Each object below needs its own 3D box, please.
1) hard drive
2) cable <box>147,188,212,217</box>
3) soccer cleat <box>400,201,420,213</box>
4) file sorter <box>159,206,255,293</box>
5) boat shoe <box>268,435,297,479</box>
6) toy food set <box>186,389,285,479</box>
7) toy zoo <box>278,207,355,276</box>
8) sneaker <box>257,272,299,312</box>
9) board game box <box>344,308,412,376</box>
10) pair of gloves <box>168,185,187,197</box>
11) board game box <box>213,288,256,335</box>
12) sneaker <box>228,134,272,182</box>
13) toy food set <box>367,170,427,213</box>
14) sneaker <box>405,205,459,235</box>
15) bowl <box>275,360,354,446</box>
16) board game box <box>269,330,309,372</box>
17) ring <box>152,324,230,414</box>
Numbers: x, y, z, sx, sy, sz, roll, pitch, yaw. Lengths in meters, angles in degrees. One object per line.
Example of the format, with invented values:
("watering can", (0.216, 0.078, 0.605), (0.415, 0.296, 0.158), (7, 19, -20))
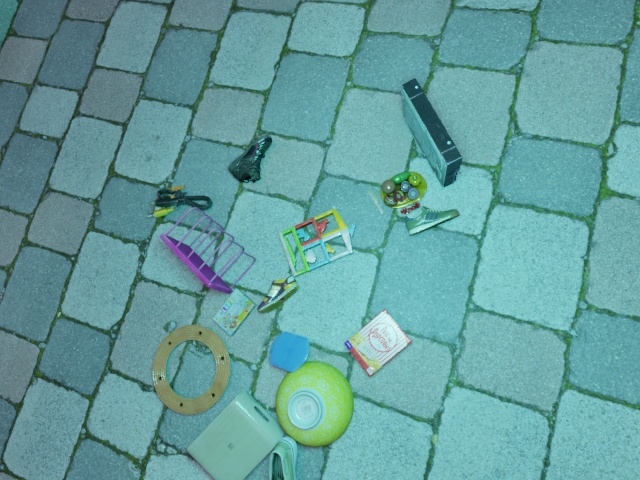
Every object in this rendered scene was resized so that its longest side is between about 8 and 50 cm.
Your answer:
("hard drive", (0.390, -0.376, 1.453), (0.064, 0.237, 0.339), (-27, 74, 7))
("cable", (-0.603, -0.164, 1.755), (0.287, 0.072, 0.140), (-3, 50, 0))
("soccer cleat", (0.339, -0.122, 1.521), (0.083, 0.035, 0.029), (-27, 97, 30))
("file sorter", (-0.426, 0.035, 1.583), (0.290, 0.202, 0.182), (41, 87, 18))
("boat shoe", (-0.134, 0.821, 1.368), (0.109, 0.094, 0.303), (0, 94, 30))
("toy food set", (-0.311, 0.731, 1.476), (0.219, 0.092, 0.306), (43, 92, 6))
("toy zoo", (0.000, 0.000, 1.574), (0.293, 0.030, 0.192), (-24, 74, 7))
("sneaker", (-0.173, 0.202, 1.560), (0.185, 0.069, 0.084), (-35, 64, -2))
("board game box", (0.204, 0.361, 1.441), (0.193, 0.045, 0.147), (-41, 73, 2))
("pair of gloves", (-0.614, -0.211, 1.745), (0.074, 0.010, 0.083), (-17, 43, -19))
("board game box", (-0.338, 0.282, 1.598), (0.103, 0.026, 0.154), (37, 89, 18))
("sneaker", (-0.264, -0.325, 1.680), (0.227, 0.087, 0.130), (-43, 74, 5))
("toy food set", (0.292, -0.191, 1.523), (0.217, 0.071, 0.128), (-23, 74, 8))
("sneaker", (0.399, -0.092, 1.478), (0.192, 0.064, 0.086), (-23, 79, 11))
("bowl", (-0.036, 0.571, 1.398), (0.289, 0.156, 0.290), (-3, 78, 12))
("board game box", (-0.110, 0.416, 1.503), (0.168, 0.033, 0.133), (8, 62, 35))
("ring", (-0.504, 0.502, 1.590), (0.336, 0.032, 0.337), (-3, 78, 12))
